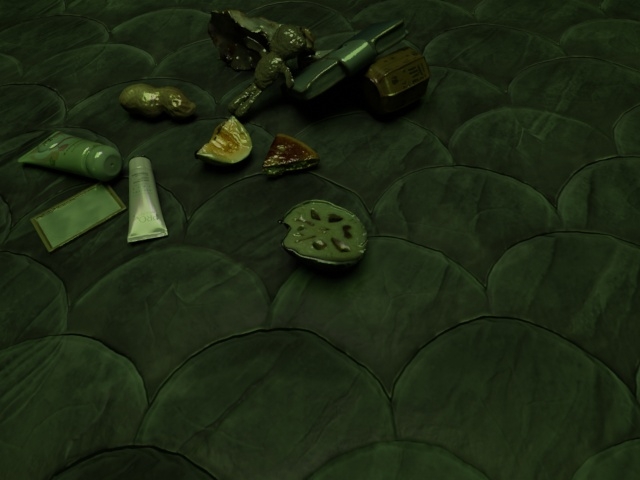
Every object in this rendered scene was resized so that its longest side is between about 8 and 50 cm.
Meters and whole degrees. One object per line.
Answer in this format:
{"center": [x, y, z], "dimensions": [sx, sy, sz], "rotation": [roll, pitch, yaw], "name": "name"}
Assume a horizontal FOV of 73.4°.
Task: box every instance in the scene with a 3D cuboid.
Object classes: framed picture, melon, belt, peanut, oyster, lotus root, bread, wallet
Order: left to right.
{"center": [-0.607, -0.066, 1.080], "dimensions": [0.201, 0.010, 0.136], "rotation": [-36, 60, -20], "name": "framed picture"}
{"center": [-0.476, -0.406, 1.264], "dimensions": [0.228, 0.085, 0.104], "rotation": [6, 65, 5], "name": "peanut"}
{"center": [-0.252, -0.242, 1.149], "dimensions": [0.128, 0.079, 0.160], "rotation": [33, 61, 3], "name": "melon"}
{"center": [-0.181, -0.619, 1.311], "dimensions": [0.338, 0.197, 0.132], "rotation": [13, 73, 17], "name": "oyster"}
{"center": [-0.094, -0.234, 1.141], "dimensions": [0.155, 0.054, 0.135], "rotation": [-13, 57, -13], "name": "bread"}
{"center": [0.004, 0.002, 0.962], "dimensions": [0.204, 0.077, 0.183], "rotation": [26, 49, 15], "name": "lotus root"}
{"center": [0.041, -0.584, 1.378], "dimensions": [0.232, 0.053, 0.071], "rotation": [-3, 54, 1], "name": "belt"}
{"center": [0.062, -0.513, 1.223], "dimensions": [0.361, 0.083, 0.252], "rotation": [-35, 26, -4], "name": "wallet"}

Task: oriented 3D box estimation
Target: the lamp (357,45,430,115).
{"center": [0.208, -0.449, 1.216], "dimensions": [0.185, 0.161, 0.161], "rotation": [-31, 59, -15], "name": "lamp"}

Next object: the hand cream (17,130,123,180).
{"center": [-0.667, -0.230, 1.161], "dimensions": [0.306, 0.093, 0.147], "rotation": [15, 54, 24], "name": "hand cream"}

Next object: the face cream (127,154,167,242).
{"center": [-0.443, -0.104, 1.074], "dimensions": [0.092, 0.058, 0.243], "rotation": [-13, 62, -11], "name": "face cream"}

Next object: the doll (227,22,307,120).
{"center": [-0.145, -0.469, 1.209], "dimensions": [0.203, 0.091, 0.285], "rotation": [20, 92, 35], "name": "doll"}
